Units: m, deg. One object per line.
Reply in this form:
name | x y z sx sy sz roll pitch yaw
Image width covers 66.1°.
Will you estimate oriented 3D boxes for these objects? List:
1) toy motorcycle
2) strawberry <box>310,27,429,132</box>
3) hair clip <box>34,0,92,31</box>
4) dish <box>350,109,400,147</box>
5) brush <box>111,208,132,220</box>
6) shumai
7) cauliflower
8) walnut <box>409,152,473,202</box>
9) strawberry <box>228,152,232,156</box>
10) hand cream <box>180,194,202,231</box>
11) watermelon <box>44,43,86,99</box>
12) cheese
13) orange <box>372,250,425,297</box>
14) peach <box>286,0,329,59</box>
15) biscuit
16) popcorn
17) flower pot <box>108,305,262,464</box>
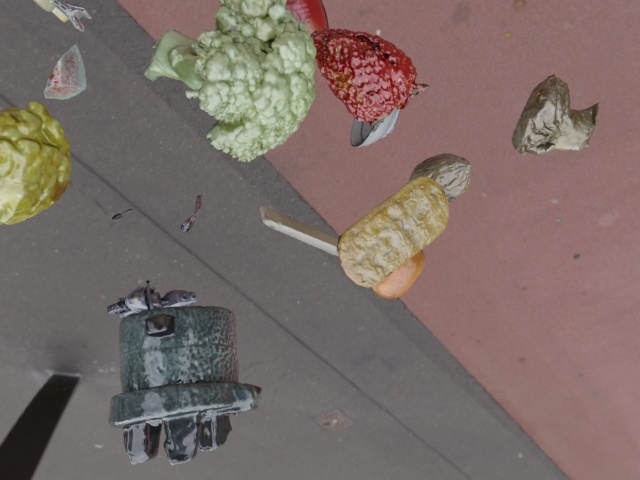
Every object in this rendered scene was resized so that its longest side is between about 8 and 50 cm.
toy motorcycle | -0.401 0.146 1.202 0.215 0.080 0.122 -1 161 -44
strawberry | 0.093 -0.348 0.962 0.174 0.098 0.228 -42 101 -8
hair clip | -0.796 -0.710 1.466 0.218 0.159 0.071 36 87 -9
dish | 0.222 -0.481 1.847 0.106 0.317 0.317 18 128 -17
brush | -0.741 -0.097 1.839 0.024 0.083 0.008 55 156 0
shumai | 0.569 -0.282 1.178 0.175 0.167 0.206 24 164 17
cauliflower | -0.134 -0.292 0.803 0.281 0.327 0.260 34 116 -6
walnut | 0.423 -0.214 1.701 0.178 0.178 0.230 35 141 -25
strawberry | -0.243 -0.351 1.634 0.233 0.178 0.234 13 157 6
hand cream | -0.462 -0.093 1.776 0.039 0.062 0.163 33 127 -8
watermelon | -0.617 -0.386 1.181 0.081 0.094 0.180 53 139 -4
cheese | 0.002 -0.001 1.416 0.400 0.085 0.034 23 108 -28
orange | 0.254 0.091 1.695 0.170 0.224 0.224 37 129 15
peach | -0.071 -0.569 1.222 0.153 0.159 0.268 1 116 25
biscuit | 0.134 -0.017 0.852 0.247 0.029 0.119 -36 105 -21
popcorn | -0.556 -0.137 0.887 0.180 0.235 0.217 30 171 11
flower pot | -0.265 0.288 0.989 0.298 0.283 0.299 -6 160 -2
